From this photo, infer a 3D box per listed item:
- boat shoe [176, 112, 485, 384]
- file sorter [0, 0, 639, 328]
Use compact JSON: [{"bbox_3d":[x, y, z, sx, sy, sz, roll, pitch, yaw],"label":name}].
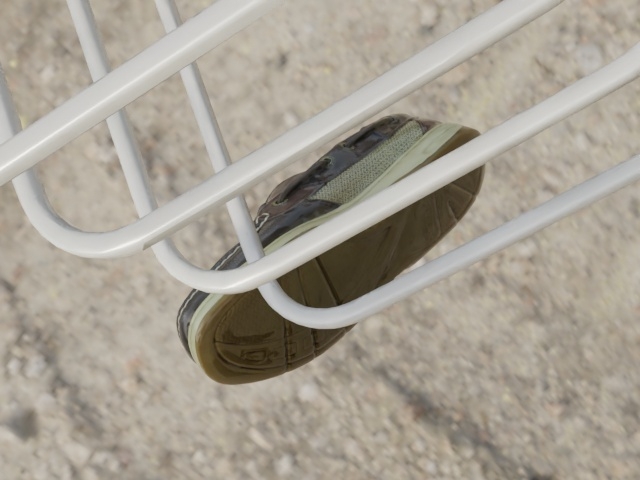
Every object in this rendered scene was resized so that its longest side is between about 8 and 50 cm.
[{"bbox_3d":[0.000,0.000,0.587,0.049,0.056,0.152,25,46,39],"label":"boat shoe"},{"bbox_3d":[-0.027,-0.099,0.399,0.193,0.278,0.173,-28,68,20],"label":"file sorter"}]
